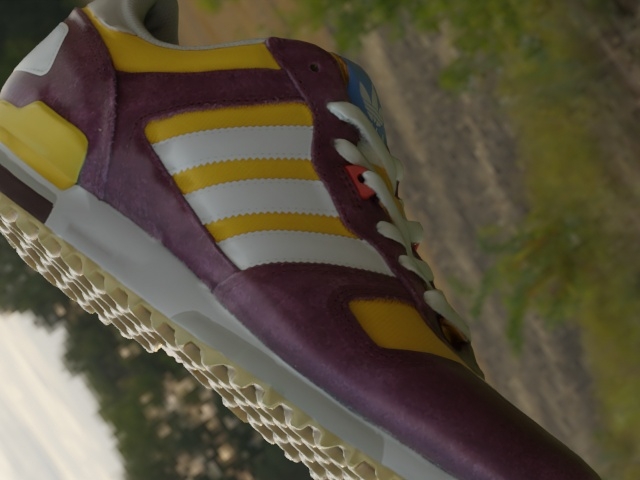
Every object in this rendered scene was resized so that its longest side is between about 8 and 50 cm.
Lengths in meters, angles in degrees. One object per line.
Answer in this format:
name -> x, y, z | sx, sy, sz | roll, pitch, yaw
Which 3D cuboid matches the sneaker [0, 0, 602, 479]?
sneaker -> 0.000, 0.000, 0.399 | 0.185, 0.084, 0.069 | 34, 167, 23
